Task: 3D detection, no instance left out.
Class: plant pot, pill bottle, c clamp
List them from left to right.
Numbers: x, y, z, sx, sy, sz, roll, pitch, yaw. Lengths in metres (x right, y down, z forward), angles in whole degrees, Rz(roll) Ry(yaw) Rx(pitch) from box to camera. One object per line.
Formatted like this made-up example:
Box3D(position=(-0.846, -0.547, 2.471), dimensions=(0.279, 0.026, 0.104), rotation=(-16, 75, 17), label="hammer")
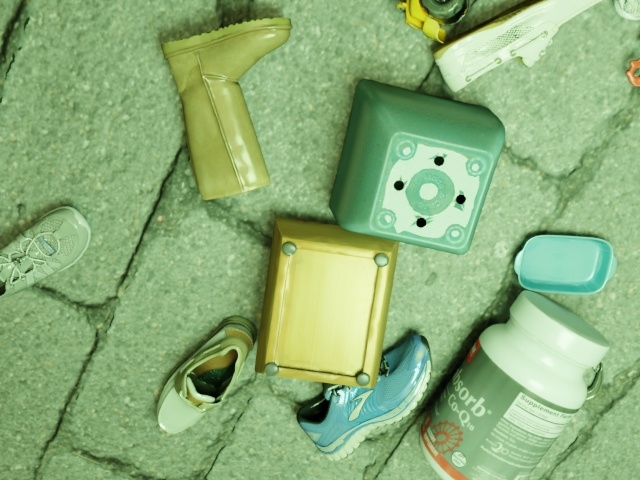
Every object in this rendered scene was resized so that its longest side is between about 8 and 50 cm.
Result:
Box3D(position=(0.158, -0.106, 0.874), dimensions=(0.247, 0.252, 0.247), rotation=(12, 108, -3), label="plant pot")
Box3D(position=(0.357, 0.290, 1.023), dimensions=(0.210, 0.210, 0.363), rotation=(25, 107, -7), label="pill bottle")
Box3D(position=(0.507, 0.264, 1.108), dimensions=(0.160, 0.022, 0.137), rotation=(17, 108, -4), label="c clamp")

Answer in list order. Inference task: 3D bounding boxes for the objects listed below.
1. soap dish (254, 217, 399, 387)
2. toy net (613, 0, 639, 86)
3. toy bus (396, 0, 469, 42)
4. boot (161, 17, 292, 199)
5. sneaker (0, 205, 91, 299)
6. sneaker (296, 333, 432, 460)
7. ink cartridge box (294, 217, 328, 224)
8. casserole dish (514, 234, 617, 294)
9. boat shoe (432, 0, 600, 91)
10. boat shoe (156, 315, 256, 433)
Box3D(position=(0.011, 0.118, 0.964), dimensions=(0.228, 0.118, 0.291), rotation=(8, 97, -1), label="soap dish")
Box3D(position=(0.536, -0.341, 0.897), dimensions=(0.122, 0.045, 0.232), rotation=(-35, 103, 14), label="toy net")
Box3D(position=(0.146, -0.440, 0.830), dimensions=(0.211, 0.149, 0.220), rotation=(22, 111, 8), label="toy bus")
Box3D(position=(-0.132, -0.222, 0.935), dimensions=(0.236, 0.089, 0.270), rotation=(-9, 108, 15), label="boot")
Box3D(position=(-0.547, 0.045, 1.014), dimensions=(0.281, 0.115, 0.105), rotation=(-36, 104, 12), label="sneaker")
Box3D(position=(0.081, 0.296, 1.075), dimensions=(0.147, 0.130, 0.330), rotation=(42, 105, -14), label="sneaker")
Box3D(position=(0.000, 0.000, 1.030), dimensions=(0.115, 0.029, 0.063), rotation=(12, 109, -3), label="ink cartridge box")
Box3D(position=(0.457, 0.041, 1.028), dimensions=(0.188, 0.037, 0.114), rotation=(4, 109, 1), label="casserole dish")
Box3D(position=(0.326, -0.328, 0.882), dimensions=(0.277, 0.098, 0.096), rotation=(-22, 109, 16), label="boat shoe")
Box3D(position=(-0.242, 0.286, 1.092), dimensions=(0.113, 0.103, 0.302), rotation=(33, 106, -9), label="boat shoe")
